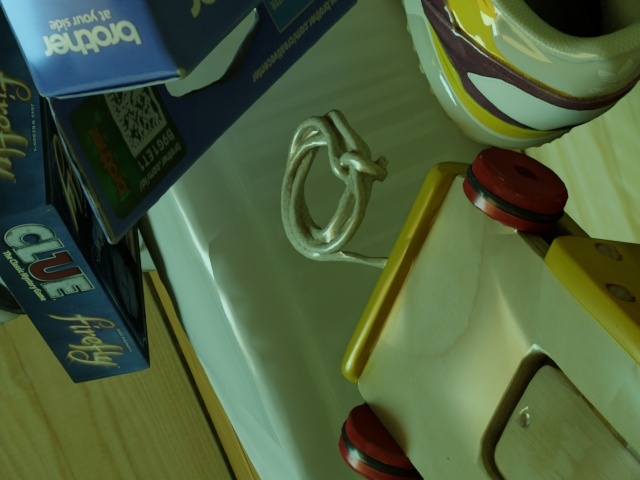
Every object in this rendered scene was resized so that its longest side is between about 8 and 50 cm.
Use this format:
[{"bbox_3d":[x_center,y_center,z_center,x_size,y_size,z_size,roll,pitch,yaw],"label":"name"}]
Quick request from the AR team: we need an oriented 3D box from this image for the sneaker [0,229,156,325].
[{"bbox_3d":[-0.087,-0.072,1.182,0.137,0.210,0.366,69,-155,-20],"label":"sneaker"}]

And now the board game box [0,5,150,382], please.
[{"bbox_3d":[-0.132,-0.075,0.947,0.165,0.042,0.243,69,-169,-60],"label":"board game box"}]

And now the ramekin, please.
[{"bbox_3d":[0.000,0.000,0.846,0.273,0.127,0.273,156,90,-81],"label":"ramekin"}]

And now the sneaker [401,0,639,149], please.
[{"bbox_3d":[0.037,-0.118,0.531,0.185,0.069,0.084,60,161,3],"label":"sneaker"}]

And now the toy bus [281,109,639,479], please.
[{"bbox_3d":[0.085,0.051,0.517,0.191,0.104,0.202,-18,69,52],"label":"toy bus"}]

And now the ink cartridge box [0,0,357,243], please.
[{"bbox_3d":[-0.057,-0.177,0.579,0.186,0.065,0.311,-50,-51,-50],"label":"ink cartridge box"}]
